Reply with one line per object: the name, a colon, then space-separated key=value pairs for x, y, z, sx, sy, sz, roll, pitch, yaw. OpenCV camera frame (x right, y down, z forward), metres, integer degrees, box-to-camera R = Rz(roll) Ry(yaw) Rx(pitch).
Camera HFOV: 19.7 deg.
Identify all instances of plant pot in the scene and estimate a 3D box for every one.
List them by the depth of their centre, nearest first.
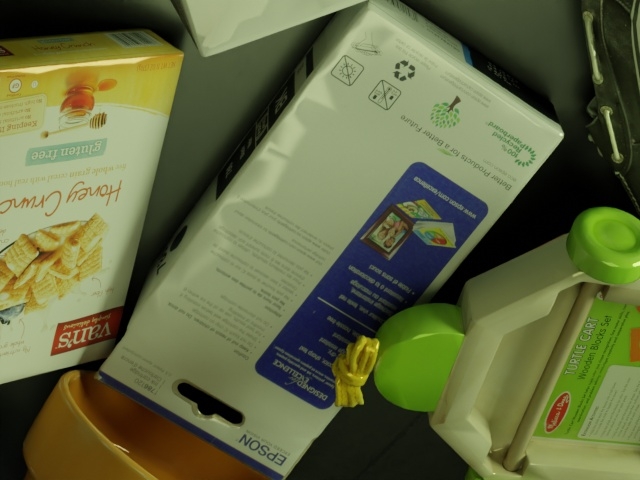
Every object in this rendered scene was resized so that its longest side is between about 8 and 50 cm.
plant pot: x=-0.140 y=0.222 z=1.269 sx=0.205 sy=0.205 sz=0.188 roll=32 pitch=97 yaw=-16

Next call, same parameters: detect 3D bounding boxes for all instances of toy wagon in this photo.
toy wagon: x=0.177 y=0.086 z=1.266 sx=0.344 sy=0.068 sz=0.267 roll=7 pitch=133 yaw=-10

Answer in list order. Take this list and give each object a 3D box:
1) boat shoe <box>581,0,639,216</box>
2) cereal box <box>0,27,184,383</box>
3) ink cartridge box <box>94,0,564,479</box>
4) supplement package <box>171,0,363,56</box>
boat shoe: x=0.216 y=-0.084 z=1.227 sx=0.070 sy=0.078 sz=0.219 roll=10 pitch=131 yaw=30
cereal box: x=-0.189 y=-0.017 z=1.205 sx=0.173 sy=0.047 sz=0.240 roll=-12 pitch=127 yaw=-44
ink cartridge box: x=0.000 y=0.000 z=1.263 sx=0.165 sy=0.065 sz=0.333 roll=32 pitch=110 yaw=-17
supplement package: x=-0.026 y=-0.274 z=1.060 sx=0.204 sy=0.145 sz=0.262 roll=-20 pitch=116 yaw=-4
